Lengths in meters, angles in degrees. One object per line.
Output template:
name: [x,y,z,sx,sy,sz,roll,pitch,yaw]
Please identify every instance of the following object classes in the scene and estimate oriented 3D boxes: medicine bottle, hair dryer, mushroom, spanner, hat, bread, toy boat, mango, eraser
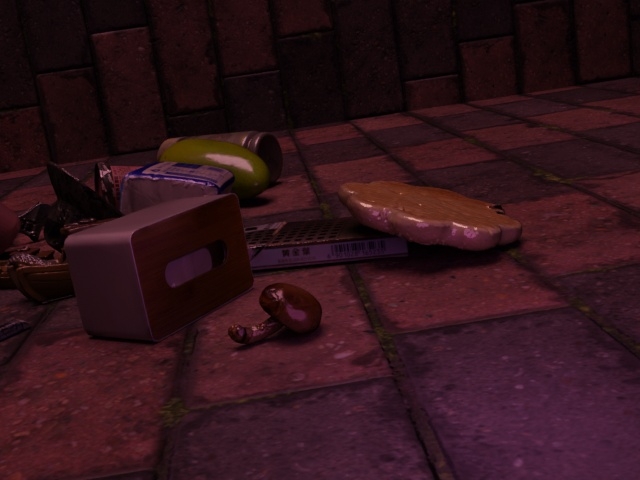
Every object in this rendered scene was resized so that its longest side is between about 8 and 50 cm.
medicine bottle: [-0.273,-0.214,2.318,0.322,0.151,0.151,-1,15,28]
hair dryer: [-0.708,-0.015,1.725,0.125,0.210,0.352,-49,36,0]
mushroom: [-0.056,0.094,1.097,0.129,0.073,0.088,-18,46,-26]
spanner: [-0.748,-0.036,1.931,0.325,0.093,0.026,-6,3,-34]
hat: [-0.465,-0.023,1.667,0.128,0.265,0.265,-54,28,-11]
bread: [0.180,-0.042,1.410,0.316,0.054,0.316,10,16,-3]
toy boat: [-0.389,0.017,1.516,0.321,0.121,0.089,-16,10,-29]
mango: [-0.263,-0.166,2.111,0.343,0.156,0.192,10,37,38]
eraser: [-0.481,0.138,1.279,0.027,0.019,0.099,1,17,32]
toy boat: [-0.536,0.046,1.580,0.206,0.072,0.064,-6,15,13]

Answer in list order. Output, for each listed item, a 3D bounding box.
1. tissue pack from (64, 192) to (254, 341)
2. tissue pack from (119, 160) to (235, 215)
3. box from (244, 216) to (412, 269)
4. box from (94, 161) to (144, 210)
tissue pack: [-0.233,0.033,1.269,0.136,0.159,0.246,-1,16,32]
tissue pack: [-0.304,-0.090,1.848,0.209,0.137,0.270,5,11,-1]
box: [-0.001,0.000,1.498,0.324,0.047,0.180,-5,14,12]
box: [-0.470,-0.116,2.060,0.135,0.151,0.151,-6,12,-23]
